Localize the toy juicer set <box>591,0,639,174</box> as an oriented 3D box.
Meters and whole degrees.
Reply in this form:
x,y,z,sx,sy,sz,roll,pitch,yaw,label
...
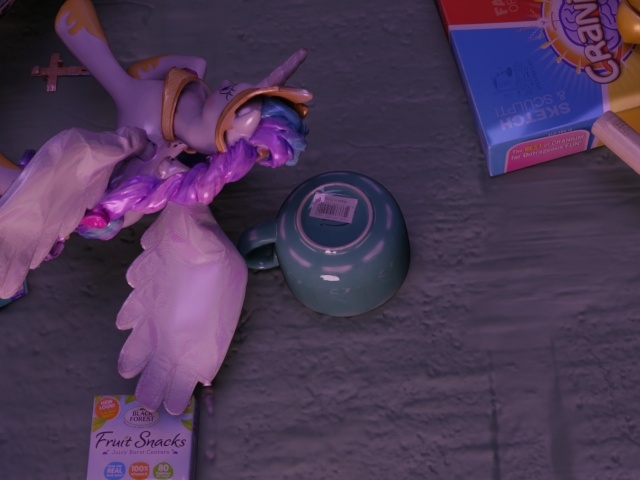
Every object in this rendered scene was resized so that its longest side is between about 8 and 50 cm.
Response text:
x,y,z,sx,sy,sz,roll,pitch,yaw,label
0.369,-0.173,1.745,0.209,0.089,0.329,24,70,18,toy juicer set

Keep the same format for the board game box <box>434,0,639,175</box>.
x,y,z,sx,sy,sz,roll,pitch,yaw,label
0.292,-0.219,1.866,0.317,0.064,0.242,-16,63,0,board game box

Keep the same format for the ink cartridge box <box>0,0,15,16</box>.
x,y,z,sx,sy,sz,roll,pitch,yaw,label
-0.360,-0.312,1.943,0.130,0.272,0.309,44,75,-8,ink cartridge box

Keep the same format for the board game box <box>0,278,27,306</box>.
x,y,z,sx,sy,sz,roll,pitch,yaw,label
-0.425,0.033,1.830,0.210,0.047,0.160,-29,63,-22,board game box

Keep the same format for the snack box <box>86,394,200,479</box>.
x,y,z,sx,sy,sz,roll,pitch,yaw,label
-0.170,0.218,1.733,0.100,0.037,0.141,-1,63,6,snack box

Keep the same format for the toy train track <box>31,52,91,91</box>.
x,y,z,sx,sy,sz,roll,pitch,yaw,label
-0.271,-0.184,1.958,0.083,0.014,0.048,-1,64,7,toy train track

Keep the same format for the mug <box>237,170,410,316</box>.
x,y,z,sx,sy,sz,roll,pitch,yaw,label
0.008,0.004,1.778,0.158,0.097,0.129,-32,64,-8,mug

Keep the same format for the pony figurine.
x,y,z,sx,sy,sz,roll,pitch,yaw,label
-0.190,-0.059,1.736,0.363,0.303,0.351,22,78,48,pony figurine
